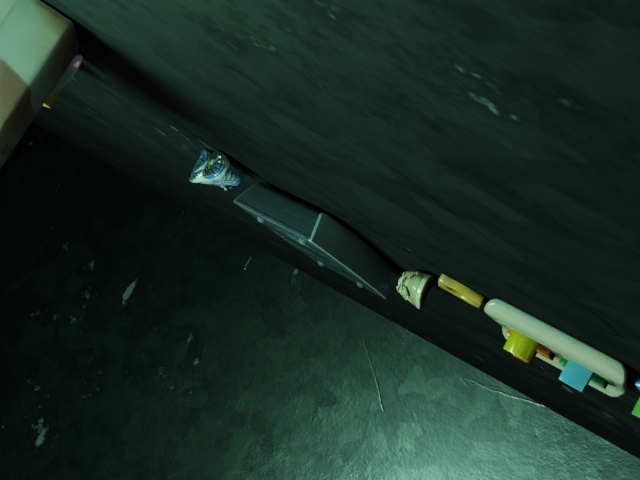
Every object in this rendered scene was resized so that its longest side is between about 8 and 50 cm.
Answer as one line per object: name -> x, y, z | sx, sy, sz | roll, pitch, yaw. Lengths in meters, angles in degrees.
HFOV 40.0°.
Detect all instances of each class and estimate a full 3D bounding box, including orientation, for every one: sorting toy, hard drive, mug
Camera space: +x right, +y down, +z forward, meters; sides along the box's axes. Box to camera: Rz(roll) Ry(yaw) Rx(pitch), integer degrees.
sorting toy -> 0.291, 0.147, 1.101 | 0.347, 0.047, 0.196 | 29, 175, 23
hard drive -> 0.000, 0.000, 1.298 | 0.172, 0.054, 0.254 | 27, 174, 35
mug -> -0.330, -0.225, 1.059 | 0.064, 0.062, 0.078 | 40, 141, -4

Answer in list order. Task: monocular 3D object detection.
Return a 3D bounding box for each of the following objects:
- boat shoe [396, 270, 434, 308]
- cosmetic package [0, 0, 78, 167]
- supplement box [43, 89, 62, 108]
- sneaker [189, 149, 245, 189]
boat shoe -> 0.129, 0.066, 1.220 | 0.045, 0.050, 0.135 | 24, 174, 8
cosmetic package -> -0.388, -0.127, 0.921 | 0.129, 0.296, 0.153 | 33, 175, -13
supplement box -> -0.442, -0.263, 1.162 | 0.233, 0.078, 0.080 | 30, 175, 17
sneaker -> -0.147, -0.094, 1.257 | 0.058, 0.052, 0.135 | 28, 177, -23
